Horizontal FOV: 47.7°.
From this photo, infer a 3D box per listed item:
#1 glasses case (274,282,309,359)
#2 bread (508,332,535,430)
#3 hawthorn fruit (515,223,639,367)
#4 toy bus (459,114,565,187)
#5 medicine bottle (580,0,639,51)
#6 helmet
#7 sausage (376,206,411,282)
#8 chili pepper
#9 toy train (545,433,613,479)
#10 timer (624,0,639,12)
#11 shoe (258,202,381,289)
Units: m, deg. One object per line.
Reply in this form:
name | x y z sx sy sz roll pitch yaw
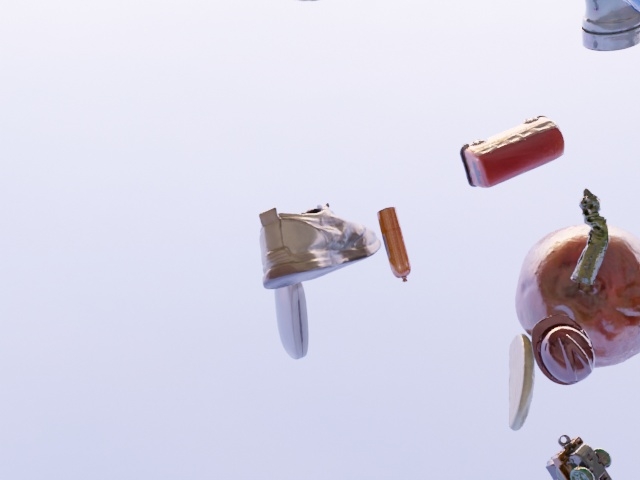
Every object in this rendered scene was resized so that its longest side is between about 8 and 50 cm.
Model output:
glasses case | -0.052 0.131 1.294 0.045 0.178 0.067 -16 -153 -26
bread | 0.385 0.249 1.364 0.036 0.112 0.192 8 -130 4
hawthorn fruit | 0.492 0.100 1.341 0.277 0.298 0.276 -3 -99 20
toy bus | 0.502 -0.226 1.852 0.265 0.121 0.120 -22 -161 -6
medicine bottle | 0.307 -0.314 0.762 0.091 0.216 0.090 -10 -148 7
helmet | 0.366 0.167 1.071 0.089 0.057 0.111 -29 -89 3
sausage | 0.105 0.007 1.015 0.031 0.031 0.107 -12 -100 -10
chili pepper | 0.232 -0.004 0.619 0.022 0.083 0.027 3 -178 -31
toy train | 0.503 0.477 1.368 0.091 0.136 0.227 -23 -105 -41
timer | 0.316 -0.235 0.343 0.309 0.340 0.115 22 -149 -8
shoe | 0.000 0.000 1.009 0.103 0.275 0.098 -19 -95 24
